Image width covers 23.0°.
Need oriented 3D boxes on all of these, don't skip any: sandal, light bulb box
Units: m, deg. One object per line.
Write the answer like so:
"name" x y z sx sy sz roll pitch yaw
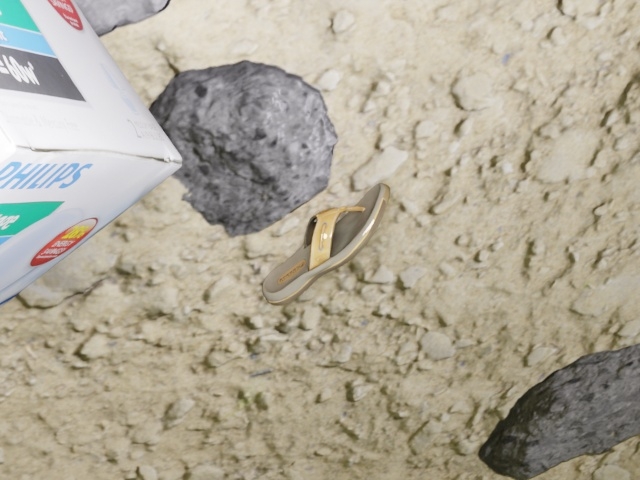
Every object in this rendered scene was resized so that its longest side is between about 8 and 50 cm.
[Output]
"sandal" 0.000 0.000 1.643 0.180 0.072 0.049 -38 116 18
"light bulb box" -0.349 -0.044 1.187 0.361 0.225 0.358 -37 173 12
